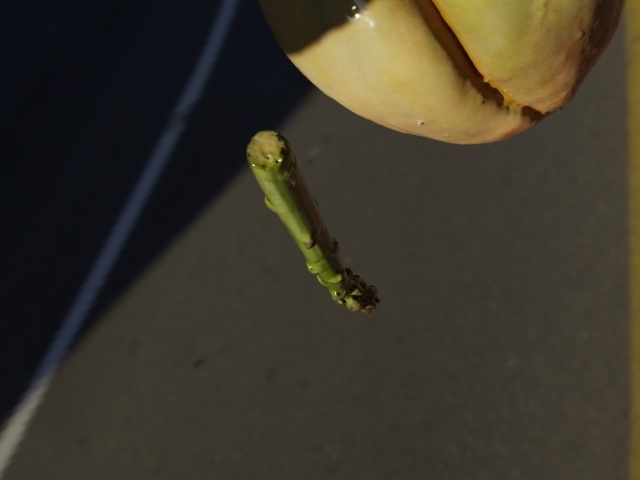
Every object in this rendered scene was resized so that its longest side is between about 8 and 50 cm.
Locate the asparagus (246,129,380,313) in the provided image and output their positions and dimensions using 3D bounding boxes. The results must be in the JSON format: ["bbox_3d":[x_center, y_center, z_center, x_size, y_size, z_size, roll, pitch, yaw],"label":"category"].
[{"bbox_3d":[0.000,0.000,0.910,0.025,0.248,0.024,-7,69,11],"label":"asparagus"}]

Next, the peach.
[{"bbox_3d":[0.094,-0.216,1.304,0.292,0.292,0.247,-30,19,15],"label":"peach"}]
